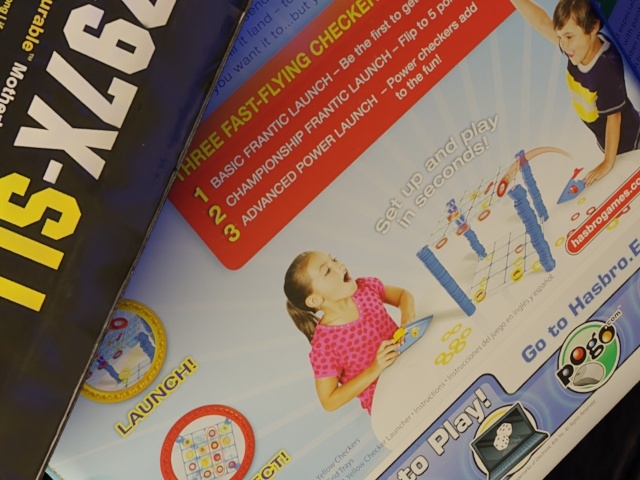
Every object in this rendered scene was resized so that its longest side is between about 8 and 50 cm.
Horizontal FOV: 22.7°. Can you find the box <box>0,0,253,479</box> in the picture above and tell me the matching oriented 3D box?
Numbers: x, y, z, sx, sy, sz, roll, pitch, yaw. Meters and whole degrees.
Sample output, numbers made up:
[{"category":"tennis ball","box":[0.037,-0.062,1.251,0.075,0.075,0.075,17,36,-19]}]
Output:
[{"category":"box","box":[-0.171,-0.062,0.516,0.257,0.079,0.322,23,92,-14]}]

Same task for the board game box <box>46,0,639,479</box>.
[{"category":"board game box","box":[0.000,0.000,0.696,0.308,0.086,0.302,-43,118,-10]}]

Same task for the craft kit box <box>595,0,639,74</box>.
[{"category":"craft kit box","box":[0.187,-0.080,0.876,0.246,0.061,0.250,29,83,-38]}]
